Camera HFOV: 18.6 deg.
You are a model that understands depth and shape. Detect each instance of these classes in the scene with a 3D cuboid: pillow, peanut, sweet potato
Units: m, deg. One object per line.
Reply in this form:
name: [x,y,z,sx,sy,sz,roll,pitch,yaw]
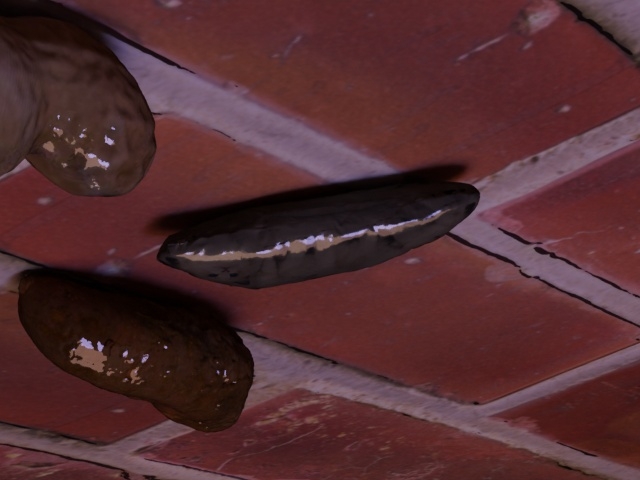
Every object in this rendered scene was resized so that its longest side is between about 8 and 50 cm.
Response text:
pillow: [-0.001,0.001,1.446,0.241,0.051,0.093,-11,152,-6]
peanut: [-0.180,-0.082,1.100,0.085,0.104,0.228,-20,160,40]
sweet potato: [-0.115,0.097,1.569,0.114,0.092,0.341,5,165,25]
